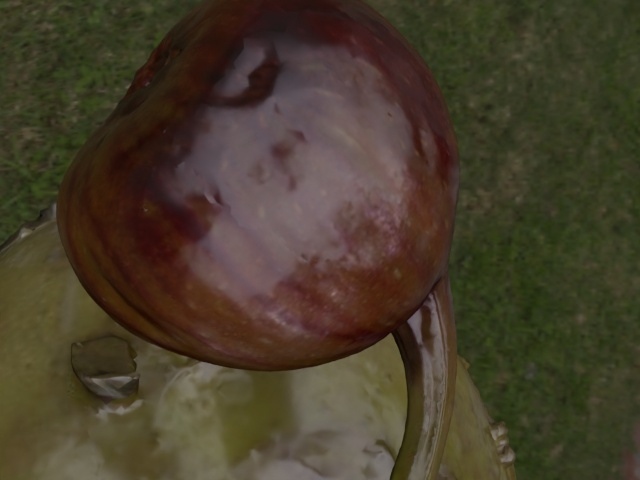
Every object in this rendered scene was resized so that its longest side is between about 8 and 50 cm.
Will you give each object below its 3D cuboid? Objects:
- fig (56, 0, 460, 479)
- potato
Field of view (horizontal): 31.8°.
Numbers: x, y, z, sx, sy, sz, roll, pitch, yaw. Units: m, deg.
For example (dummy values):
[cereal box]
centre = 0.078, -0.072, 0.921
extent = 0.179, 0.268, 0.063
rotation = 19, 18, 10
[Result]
[fig]
centre = 0.001, -0.008, 0.498
extent = 0.207, 0.175, 0.175
rotation = 36, 68, -14
[potato]
centre = -0.067, 0.201, 0.761
extent = 0.441, 0.319, 0.386
rotation = 12, 117, -13
